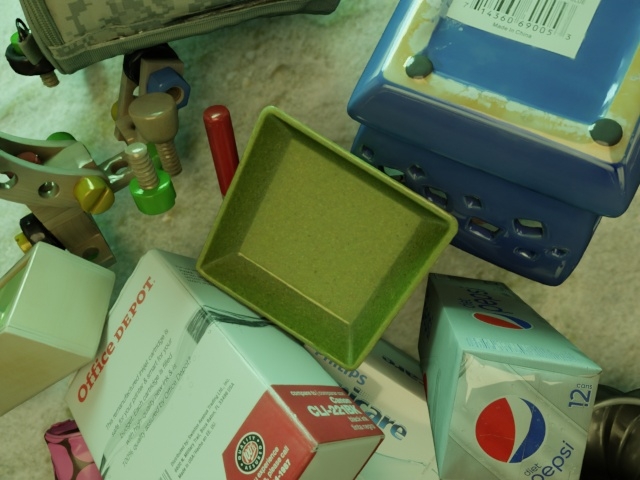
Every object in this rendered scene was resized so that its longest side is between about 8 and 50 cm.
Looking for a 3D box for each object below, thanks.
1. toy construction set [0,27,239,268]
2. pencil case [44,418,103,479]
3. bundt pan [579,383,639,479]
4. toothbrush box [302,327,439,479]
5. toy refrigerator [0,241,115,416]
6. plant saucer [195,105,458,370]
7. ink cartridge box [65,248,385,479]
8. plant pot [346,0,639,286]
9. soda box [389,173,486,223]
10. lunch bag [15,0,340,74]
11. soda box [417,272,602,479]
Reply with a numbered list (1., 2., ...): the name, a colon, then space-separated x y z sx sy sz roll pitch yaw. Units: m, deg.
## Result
1. toy construction set: -0.215 -0.066 0.560 0.308 0.257 0.237 21 143 21
2. pencil case: -0.294 0.324 0.655 0.098 0.095 0.210 -1 94 28
3. bundt pan: 0.306 0.303 0.552 0.330 0.124 0.331 1 95 8
4. toothbrush box: 0.016 0.260 0.585 0.216 0.126 0.296 32 99 5
5. toy refrigerator: -0.344 0.111 0.568 0.269 0.102 0.094 -29 135 33
6. plant saucer: 0.000 0.000 0.478 0.188 0.045 0.188 32 119 5
7. ink cartridge box: -0.108 0.164 0.494 0.273 0.114 0.197 40 101 36
8. plant pot: 0.159 -0.125 0.441 0.235 0.212 0.236 25 81 15
9. soda box: 0.101 -0.043 0.577 0.183 0.058 0.063 -6 95 7
10. lunch bag: -0.139 -0.302 0.468 0.305 0.212 0.256 -19 86 -12
11. soda box: 0.145 0.105 0.470 0.091 0.286 0.098 8 98 6
